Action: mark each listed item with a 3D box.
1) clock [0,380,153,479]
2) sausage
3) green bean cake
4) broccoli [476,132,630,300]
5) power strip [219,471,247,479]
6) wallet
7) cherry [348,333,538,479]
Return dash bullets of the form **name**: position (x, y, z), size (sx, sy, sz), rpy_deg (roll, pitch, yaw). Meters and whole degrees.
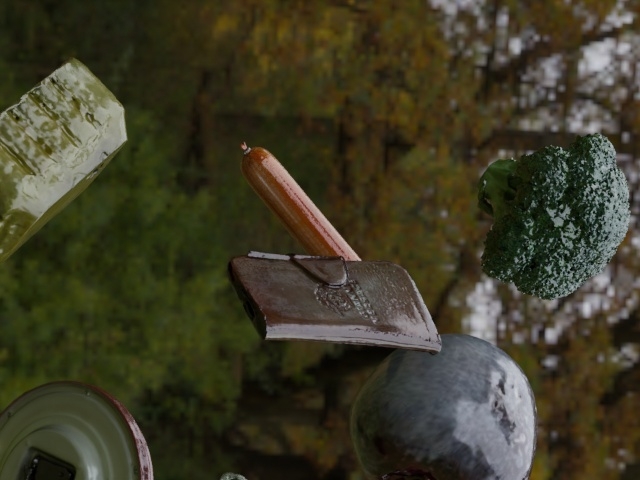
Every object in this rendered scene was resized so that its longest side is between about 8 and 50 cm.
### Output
- **clock**: position (-0.377, 0.356, 2.129), size (0.080, 0.318, 0.318), rpy_deg (25, 58, -56)
- **sausage**: position (0.000, 0.000, 2.066), size (0.348, 0.053, 0.053), rpy_deg (50, -3, -11)
- **green bean cake**: position (-0.349, -0.075, 1.712), size (0.233, 0.124, 0.236), rpy_deg (-39, -173, 46)
- **broccoli**: position (0.381, -0.043, 2.533), size (0.275, 0.308, 0.308), rpy_deg (29, -52, 30)
- **power strip**: position (-0.136, 0.427, 1.865), size (0.052, 0.078, 0.272), rpy_deg (-26, 129, -86)
- **wallet**: position (0.014, 0.067, 1.682), size (0.031, 0.255, 0.137), rpy_deg (-55, -134, 33)
- **cherry**: position (0.166, 0.253, 1.991), size (0.218, 0.255, 0.296), rpy_deg (109, 8, -48)
